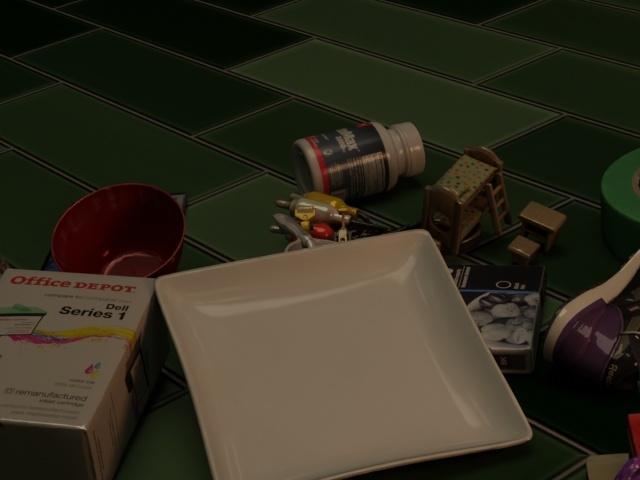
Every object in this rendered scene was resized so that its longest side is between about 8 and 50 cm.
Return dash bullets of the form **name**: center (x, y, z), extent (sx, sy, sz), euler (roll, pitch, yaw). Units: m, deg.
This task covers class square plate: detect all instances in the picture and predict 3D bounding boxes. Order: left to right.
- **square plate**: center (0.015, 0.139, 1.644), extent (0.344, 0.049, 0.347), euler (-10, 44, -14)

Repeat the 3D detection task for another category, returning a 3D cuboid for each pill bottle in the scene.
- **pill bottle**: center (0.057, -0.117, 2.172), extent (0.180, 0.108, 0.108), euler (-15, 28, -16)

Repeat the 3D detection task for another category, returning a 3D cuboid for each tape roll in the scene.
- **tape roll**: center (0.534, -0.047, 1.945), extent (0.321, 0.077, 0.321), euler (-5, 27, 3)

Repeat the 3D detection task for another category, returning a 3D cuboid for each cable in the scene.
- **cable**: center (0.070, -0.013, 2.001), extent (0.287, 0.072, 0.139), euler (2, 33, 18)

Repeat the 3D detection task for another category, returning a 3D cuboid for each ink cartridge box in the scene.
- **ink cartridge box**: center (-0.307, 0.157, 1.666), extent (0.201, 0.117, 0.278), euler (4, 34, 11)
- **ink cartridge box**: center (0.165, 0.094, 1.795), extent (0.208, 0.045, 0.206), euler (-2, 27, 14)

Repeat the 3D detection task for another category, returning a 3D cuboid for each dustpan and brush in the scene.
- **dustpan and brush**: center (-0.005, 0.019, 1.885), extent (0.147, 0.060, 0.211), euler (-5, 19, -33)

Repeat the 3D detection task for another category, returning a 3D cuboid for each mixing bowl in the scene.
- **mixing bowl**: center (-0.260, 0.022, 1.959), extent (0.181, 0.098, 0.181), euler (-5, 48, 5)

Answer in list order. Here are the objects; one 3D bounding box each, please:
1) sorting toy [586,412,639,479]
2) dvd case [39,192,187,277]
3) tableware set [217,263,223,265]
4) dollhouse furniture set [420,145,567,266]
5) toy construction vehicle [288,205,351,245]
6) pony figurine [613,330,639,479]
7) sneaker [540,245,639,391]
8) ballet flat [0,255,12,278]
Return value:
- **sorting toy**: center (0.389, 0.251, 1.372), extent (0.257, 0.089, 0.255), euler (-4, 27, 6)
- **dvd case**: center (-0.298, -0.001, 2.128), extent (0.180, 0.022, 0.253), euler (-5, 27, 6)
- **tableware set**: center (-0.110, 0.069, 1.941), extent (0.141, 0.020, 0.168), euler (8, 31, 28)
- **dollhouse furniture set**: center (0.211, -0.018, 1.914), extent (0.161, 0.101, 0.182), euler (25, 47, 23)
- **toy construction vehicle**: center (0.000, 0.000, 1.961), extent (0.085, 0.035, 0.098), euler (-5, 61, 4)
- **pony figurine**: center (0.310, 0.251, 1.136), extent (0.363, 0.351, 0.303), euler (-21, 4, -23)
- **sneaker**: center (0.388, 0.092, 1.710), extent (0.124, 0.107, 0.283), euler (32, 48, 31)
- **ballet flat**: center (-0.637, 0.083, 1.926), extent (0.482, 0.164, 0.182), euler (-12, 7, -6)
